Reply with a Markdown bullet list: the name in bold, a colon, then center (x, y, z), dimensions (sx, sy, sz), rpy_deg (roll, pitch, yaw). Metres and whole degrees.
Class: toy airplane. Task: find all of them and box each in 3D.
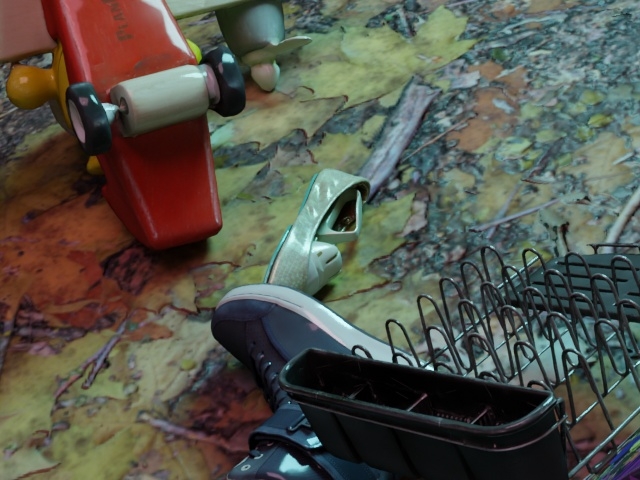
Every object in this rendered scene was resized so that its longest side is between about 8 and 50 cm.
- **toy airplane**: center (-0.211, -0.197, 1.347), dimensions (0.386, 0.272, 0.384), rpy_deg (23, 62, 0)

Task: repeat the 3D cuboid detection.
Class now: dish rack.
- **dish rack**: center (0.134, 0.059, 0.931), dimensions (0.271, 0.074, 0.208), rpy_deg (-35, 26, -33)

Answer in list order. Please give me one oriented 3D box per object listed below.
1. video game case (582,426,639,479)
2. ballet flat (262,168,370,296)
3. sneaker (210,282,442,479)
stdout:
- **video game case**: center (0.228, 0.099, 0.860), dimensions (0.210, 0.232, 0.042), rpy_deg (-39, 79, -20)
- **ballet flat**: center (0.000, 0.000, 1.197), dimensions (0.052, 0.057, 0.168), rpy_deg (7, 46, 17)
- **sneaker**: center (-0.034, 0.122, 1.042), dimensions (0.226, 0.086, 0.163), rpy_deg (23, 53, 39)
